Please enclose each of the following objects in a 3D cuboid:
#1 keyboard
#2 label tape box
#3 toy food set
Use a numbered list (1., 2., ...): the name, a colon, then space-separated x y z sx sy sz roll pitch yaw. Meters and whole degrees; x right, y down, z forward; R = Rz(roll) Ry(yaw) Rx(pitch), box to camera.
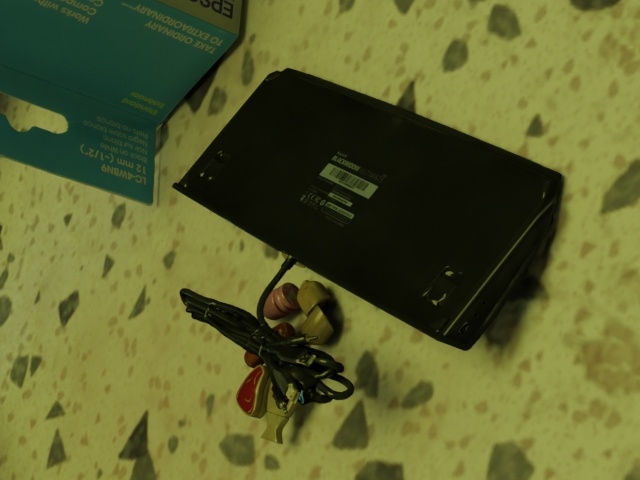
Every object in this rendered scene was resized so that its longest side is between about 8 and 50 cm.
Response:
1. keyboard: 0.000 0.000 0.955 0.201 0.033 0.317 -50 37 -8
2. label tape box: -0.179 -0.230 1.119 0.115 0.249 0.348 -19 60 45
3. toy food set: -0.022 0.066 0.990 0.078 0.019 0.122 22 92 52
